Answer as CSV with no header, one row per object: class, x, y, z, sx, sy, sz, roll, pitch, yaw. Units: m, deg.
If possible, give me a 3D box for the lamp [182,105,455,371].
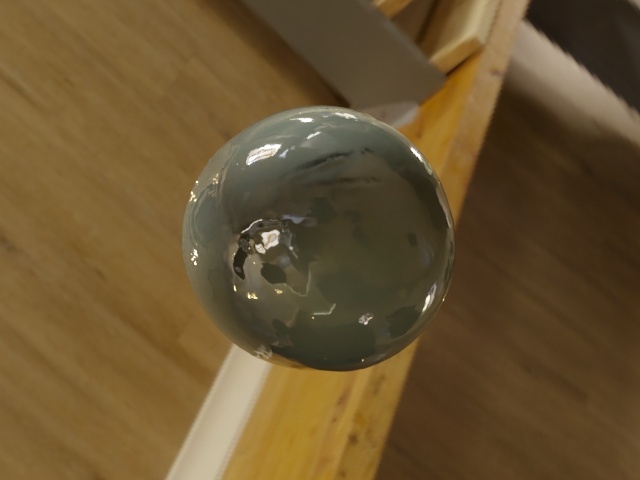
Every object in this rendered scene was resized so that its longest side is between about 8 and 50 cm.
lamp,0.000,0.000,0.493,0.105,0.105,0.105,27,-136,-30
